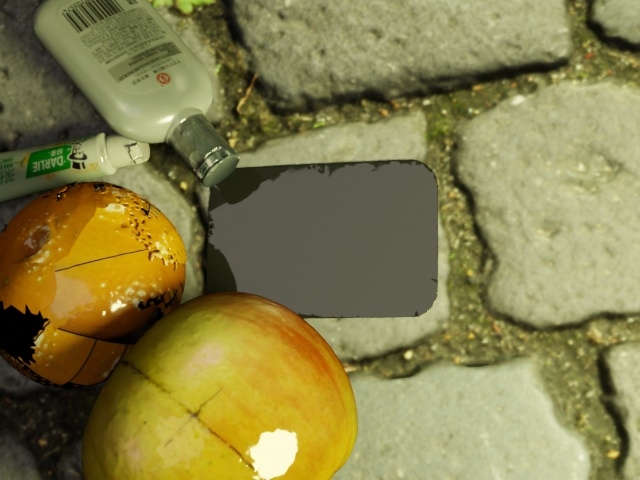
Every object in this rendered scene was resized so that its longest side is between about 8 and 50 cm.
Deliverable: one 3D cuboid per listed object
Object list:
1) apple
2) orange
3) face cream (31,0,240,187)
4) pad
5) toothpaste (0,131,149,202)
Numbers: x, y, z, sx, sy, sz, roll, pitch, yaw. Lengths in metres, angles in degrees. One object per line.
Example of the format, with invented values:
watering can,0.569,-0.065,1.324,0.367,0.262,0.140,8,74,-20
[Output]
apple,-0.097,0.191,1.147,0.233,0.286,0.286,36,89,6
orange,-0.258,0.048,1.238,0.234,0.182,0.234,-14,48,16
face cream,-0.200,-0.184,1.319,0.144,0.071,0.291,-34,73,-29
pad,0.000,0.000,1.296,0.267,0.004,0.181,-1,81,12
toothpaste,-0.355,-0.082,1.366,0.314,0.056,0.058,-12,34,12
